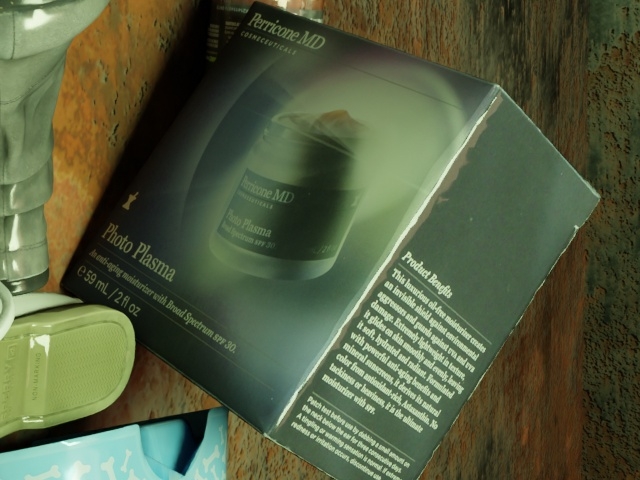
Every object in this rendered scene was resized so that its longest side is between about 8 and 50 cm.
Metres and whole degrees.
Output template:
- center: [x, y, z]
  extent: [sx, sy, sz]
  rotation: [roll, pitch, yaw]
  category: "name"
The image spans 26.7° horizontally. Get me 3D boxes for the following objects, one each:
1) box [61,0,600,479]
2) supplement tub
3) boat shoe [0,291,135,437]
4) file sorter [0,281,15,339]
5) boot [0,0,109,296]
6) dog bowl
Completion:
- center: [0.000, 0.000, 1.061]
  extent: [0.294, 0.296, 0.183]
  rotation: [-56, 134, -6]
  category: "box"
- center: [-0.055, -0.136, 1.236]
  extent: [0.106, 0.106, 0.197]
  rotation: [-19, 117, -62]
  category: "supplement tub"
- center: [-0.258, 0.081, 0.889]
  extent: [0.302, 0.103, 0.113]
  rotation: [7, 95, -59]
  category: "boat shoe"
- center: [-0.290, -0.035, 0.627]
  extent: [0.193, 0.173, 0.277]
  rotation: [-38, 138, -23]
  category: "file sorter"
- center: [-0.183, -0.067, 0.791]
  extent: [0.338, 0.118, 0.222]
  rotation: [-138, -131, -72]
  category: "boot"
- center: [-0.173, 0.179, 1.005]
  extent: [0.297, 0.166, 0.074]
  rotation: [5, 74, -68]
  category: "dog bowl"
